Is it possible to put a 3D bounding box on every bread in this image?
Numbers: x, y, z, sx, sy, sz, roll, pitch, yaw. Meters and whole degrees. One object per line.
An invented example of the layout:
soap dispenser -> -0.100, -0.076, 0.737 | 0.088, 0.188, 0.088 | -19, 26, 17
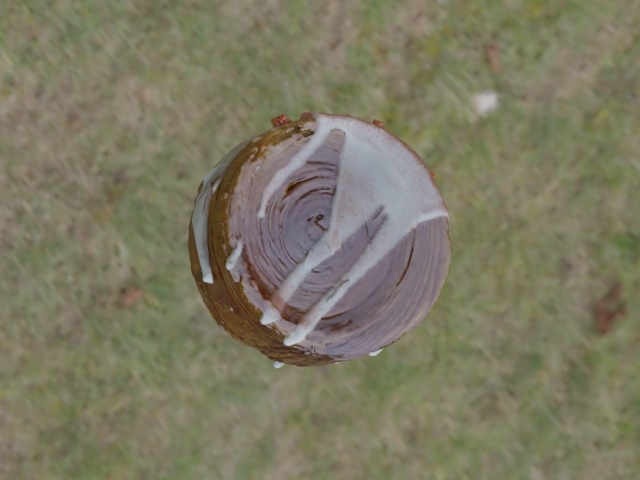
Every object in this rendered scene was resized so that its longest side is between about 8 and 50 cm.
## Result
bread -> 0.000, 0.000, 1.147 | 0.160, 0.161, 0.073 | -13, 173, -27
